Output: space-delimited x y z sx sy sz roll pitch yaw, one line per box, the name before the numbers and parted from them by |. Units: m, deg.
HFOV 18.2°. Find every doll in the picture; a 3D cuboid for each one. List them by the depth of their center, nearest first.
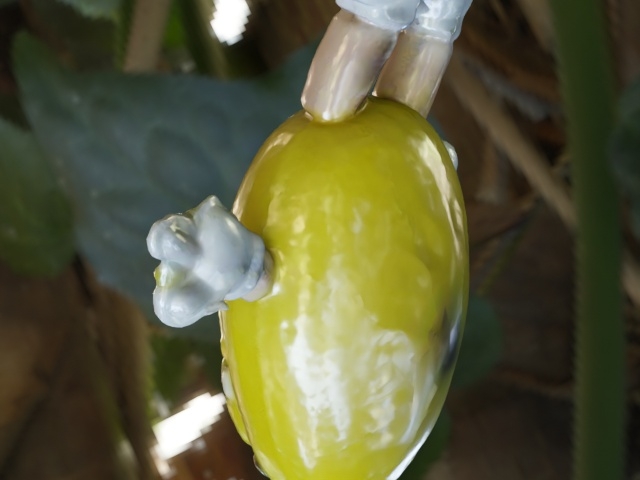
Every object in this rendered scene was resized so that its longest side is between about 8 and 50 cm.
doll | 0.017 -0.028 1.359 0.161 0.423 0.348 12 156 32
